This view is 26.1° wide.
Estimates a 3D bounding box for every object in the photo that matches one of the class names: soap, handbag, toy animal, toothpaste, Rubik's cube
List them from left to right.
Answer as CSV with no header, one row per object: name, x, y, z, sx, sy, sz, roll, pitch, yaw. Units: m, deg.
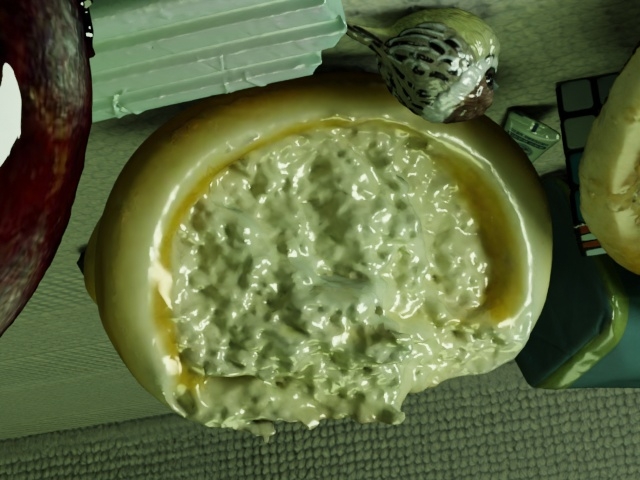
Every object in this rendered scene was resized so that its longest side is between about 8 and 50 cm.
soap,-0.125,-0.164,0.970,0.289,0.095,0.173,-10,165,17
toy animal,0.085,-0.143,1.144,0.137,0.098,0.098,-1,165,-19
toothpaste,0.206,-0.090,1.522,0.062,0.039,0.239,28,164,1
handbag,0.362,0.057,1.722,0.241,0.263,0.222,6,137,-31
Rubik's cube,0.326,-0.078,1.391,0.154,0.151,0.155,-8,166,11

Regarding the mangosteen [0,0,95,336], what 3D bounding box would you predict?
mangosteen,-0.312,-0.094,0.646,0.381,0.381,0.421,-14,143,29

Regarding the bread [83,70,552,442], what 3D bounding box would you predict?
bread,0.000,0.023,1.290,0.424,0.329,0.245,-8,168,-15

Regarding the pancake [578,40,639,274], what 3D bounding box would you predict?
pancake,0.400,-0.098,1.180,0.387,0.082,0.387,-11,136,-11

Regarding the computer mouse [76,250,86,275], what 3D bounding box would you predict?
computer mouse,-0.252,0.044,1.842,0.099,0.057,0.172,-12,167,35
